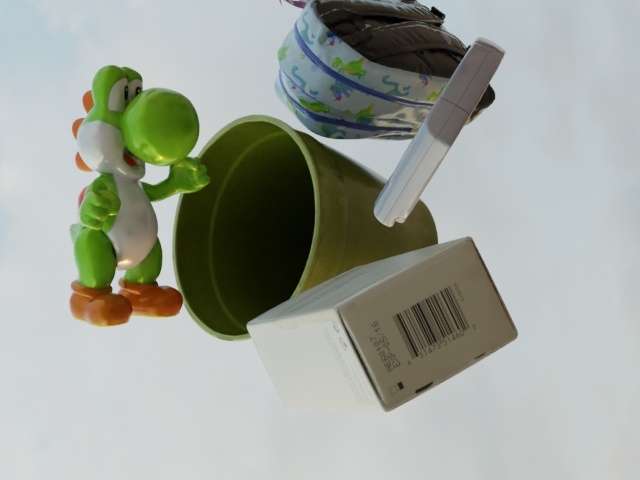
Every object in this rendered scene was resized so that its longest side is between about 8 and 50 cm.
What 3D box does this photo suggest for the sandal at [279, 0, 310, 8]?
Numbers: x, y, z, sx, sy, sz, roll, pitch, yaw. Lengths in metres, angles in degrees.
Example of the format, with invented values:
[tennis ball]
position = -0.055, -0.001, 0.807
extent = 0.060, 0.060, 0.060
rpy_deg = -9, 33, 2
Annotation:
[sandal]
position = -0.041, -0.498, 2.480
extent = 0.102, 0.416, 0.169
rpy_deg = -51, -20, -27

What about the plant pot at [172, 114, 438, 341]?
[plant pot]
position = 0.000, 0.000, 2.179
extent = 0.353, 0.366, 0.366
rpy_deg = 10, -107, -42

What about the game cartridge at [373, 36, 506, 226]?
[game cartridge]
position = 0.174, -0.165, 1.817
extent = 0.297, 0.062, 0.198
rpy_deg = -56, -7, -51

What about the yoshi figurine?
[yoshi figurine]
position = -0.253, -0.065, 1.818
extent = 0.203, 0.203, 0.362
rpy_deg = -151, 61, -79

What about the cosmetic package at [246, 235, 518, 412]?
[cosmetic package]
position = 0.051, 0.092, 1.315
extent = 0.160, 0.309, 0.113
rpy_deg = -27, -87, -20

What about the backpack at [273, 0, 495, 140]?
[backpack]
position = 0.088, -0.300, 2.226
extent = 0.290, 0.273, 0.355
rpy_deg = 52, -161, 20
